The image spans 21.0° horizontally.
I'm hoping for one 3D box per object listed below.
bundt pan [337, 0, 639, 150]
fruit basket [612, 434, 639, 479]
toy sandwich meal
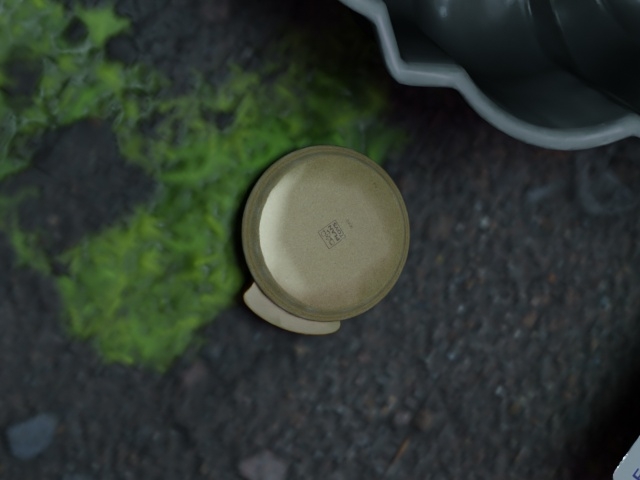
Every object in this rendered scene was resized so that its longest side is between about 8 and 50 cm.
[{"bbox_3d":[0.108,-0.204,0.693,0.331,0.124,0.331,-4,103,-18],"label":"bundt pan"},{"bbox_3d":[0.349,0.079,0.831,0.353,0.165,0.327,40,83,-29],"label":"fruit basket"},{"bbox_3d":[0.000,0.000,0.758,0.085,0.029,0.085,0,89,-18],"label":"toy sandwich meal"}]
